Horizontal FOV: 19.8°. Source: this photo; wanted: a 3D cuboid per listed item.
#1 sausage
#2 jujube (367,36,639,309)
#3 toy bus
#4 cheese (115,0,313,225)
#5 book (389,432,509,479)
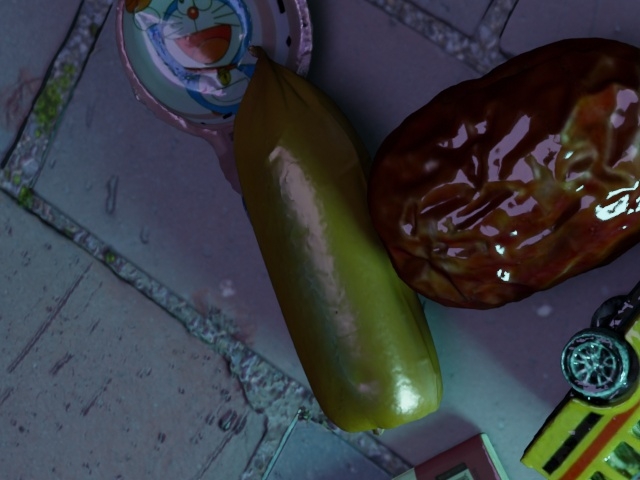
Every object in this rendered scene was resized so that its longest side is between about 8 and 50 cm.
[{"bbox_3d":[0.005,-0.003,1.471,0.112,0.112,0.328,-16,97,29],"label":"sausage"},{"bbox_3d":[0.154,-0.048,1.375,0.250,0.174,0.174,-30,82,22],"label":"jujube"},{"bbox_3d":[0.281,0.049,1.341,0.123,0.121,0.335,40,113,9],"label":"toy bus"},{"bbox_3d":[-0.073,-0.140,1.532,0.189,0.074,0.286,-24,93,27],"label":"cheese"},{"bbox_3d":[0.080,0.279,1.528,0.232,0.022,0.162,-32,79,27],"label":"book"}]
